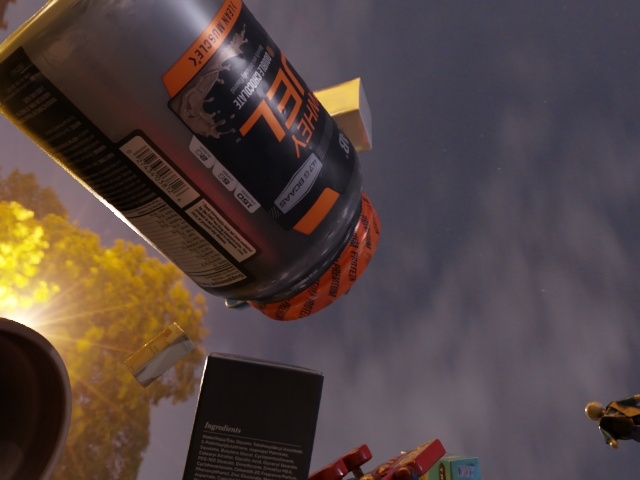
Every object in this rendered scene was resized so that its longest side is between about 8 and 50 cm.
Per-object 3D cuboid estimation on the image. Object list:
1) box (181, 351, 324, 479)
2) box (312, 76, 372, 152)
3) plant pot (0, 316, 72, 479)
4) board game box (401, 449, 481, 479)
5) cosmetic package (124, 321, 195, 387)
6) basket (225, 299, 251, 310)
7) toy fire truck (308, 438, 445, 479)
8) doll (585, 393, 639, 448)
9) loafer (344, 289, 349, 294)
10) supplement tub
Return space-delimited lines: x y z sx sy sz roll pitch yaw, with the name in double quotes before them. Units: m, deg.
"box" -0.142 0.421 1.153 0.293 0.211 0.396 129 -29 -78
"box" 0.032 -0.244 1.253 0.130 0.091 0.171 -13 -147 14
"plant pot" -0.465 0.201 0.698 0.229 0.263 0.263 5 -90 26
"board game box" 0.310 0.679 1.580 0.336 0.079 0.254 130 -43 -70
"cosmetic package" -0.290 0.205 1.111 0.060 0.115 0.041 20 -35 55
"basket" -0.085 -0.006 1.120 0.288 0.201 0.255 -13 -115 53
"toy fire truck" 0.128 0.537 1.366 0.253 0.302 0.170 -36 -108 24
"doll" 0.585 0.336 1.156 0.129 0.046 0.189 -50 -160 -23
"loafer" 0.017 0.062 1.294 0.302 0.095 0.109 94 0 -78
"supplement tub" -0.100 -0.087 0.560 0.207 0.338 0.207 -28 -145 22
